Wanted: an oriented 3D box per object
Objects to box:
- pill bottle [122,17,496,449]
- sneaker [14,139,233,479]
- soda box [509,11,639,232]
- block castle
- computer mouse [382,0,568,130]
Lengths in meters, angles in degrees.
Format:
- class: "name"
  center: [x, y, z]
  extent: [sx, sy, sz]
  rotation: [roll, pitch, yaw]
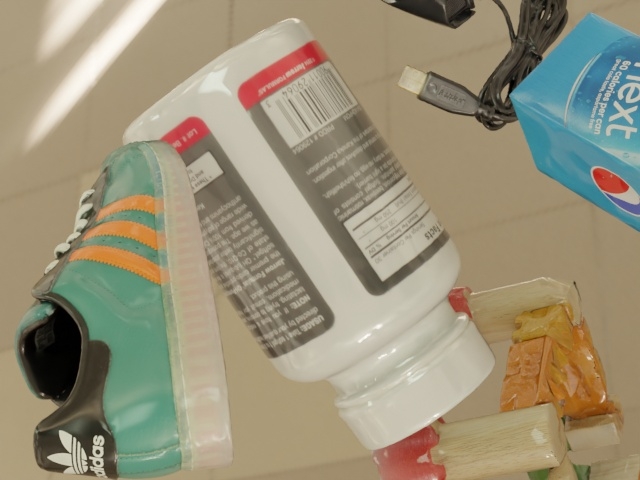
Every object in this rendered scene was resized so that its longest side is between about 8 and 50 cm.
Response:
- class: "pill bottle"
  center: [0.000, 0.000, 1.064]
  extent: [0.176, 0.176, 0.319]
  rotation: [-33, 93, 15]
- class: "sneaker"
  center: [-0.133, 0.030, 0.843]
  extent: [0.121, 0.108, 0.302]
  rotation: [-6, 34, -10]
- class: "soda box"
  center: [0.196, -0.029, 0.653]
  extent: [0.067, 0.071, 0.210]
  rotation: [-46, 53, -10]
- class: "block castle"
  center: [0.198, 0.290, 1.307]
  extent: [0.212, 0.453, 0.303]
  rotation: [-15, 25, 22]
- class: "computer mouse"
  center: [0.069, -0.191, 1.069]
  extent: [0.060, 0.262, 0.184]
  rotation: [-40, 25, 54]
